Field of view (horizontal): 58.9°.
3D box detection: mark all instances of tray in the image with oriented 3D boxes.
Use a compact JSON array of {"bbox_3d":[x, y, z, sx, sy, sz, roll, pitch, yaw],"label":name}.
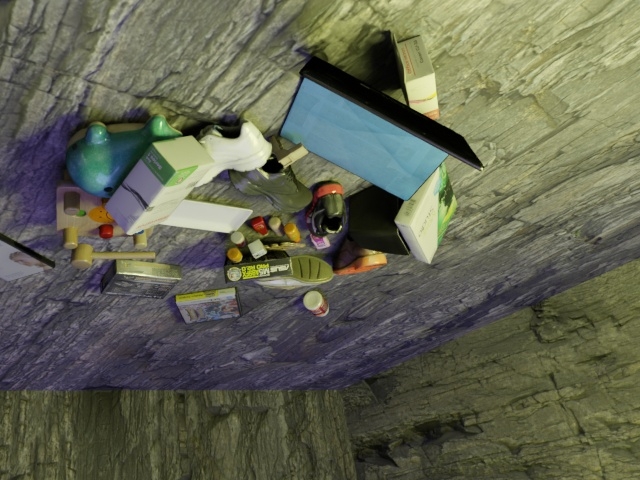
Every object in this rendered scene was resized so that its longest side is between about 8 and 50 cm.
[{"bbox_3d":[-0.353,-0.082,1.693,0.270,0.030,0.145,8,149,-33],"label":"tray"}]

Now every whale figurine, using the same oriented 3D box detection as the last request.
[{"bbox_3d":[-0.454,-0.192,1.314,0.272,0.141,0.216,-20,152,11],"label":"whale figurine"}]

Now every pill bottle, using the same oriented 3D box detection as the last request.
[{"bbox_3d":[-0.014,0.281,2.470,0.086,0.086,0.152,-16,153,11],"label":"pill bottle"}]

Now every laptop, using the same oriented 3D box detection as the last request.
[{"bbox_3d":[0.099,-0.203,1.240,0.382,0.408,0.236,26,112,-6],"label":"laptop"}]

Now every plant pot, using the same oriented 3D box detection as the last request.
[{"bbox_3d":[0.184,-0.062,1.780,0.167,0.188,0.187,-6,156,19],"label":"plant pot"}]

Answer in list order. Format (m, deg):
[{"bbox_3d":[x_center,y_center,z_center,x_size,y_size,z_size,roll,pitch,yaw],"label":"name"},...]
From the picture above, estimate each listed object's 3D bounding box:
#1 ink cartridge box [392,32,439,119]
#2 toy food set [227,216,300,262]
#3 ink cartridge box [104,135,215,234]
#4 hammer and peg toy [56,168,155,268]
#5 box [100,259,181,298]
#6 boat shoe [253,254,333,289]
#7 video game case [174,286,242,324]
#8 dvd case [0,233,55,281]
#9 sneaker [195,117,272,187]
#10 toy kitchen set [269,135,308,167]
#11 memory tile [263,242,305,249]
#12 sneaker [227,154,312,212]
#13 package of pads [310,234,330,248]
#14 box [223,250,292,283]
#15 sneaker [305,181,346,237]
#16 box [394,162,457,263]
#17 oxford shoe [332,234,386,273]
[{"bbox_3d":[0.212,-0.363,1.255,0.067,0.115,0.198,-16,154,9],"label":"ink cartridge box"},{"bbox_3d":[-0.185,0.000,1.814,0.232,0.111,0.104,-29,155,0],"label":"toy food set"},{"bbox_3d":[-0.372,-0.129,1.313,0.219,0.092,0.160,-43,177,25],"label":"ink cartridge box"},{"bbox_3d":[-0.579,-0.055,1.554,0.266,0.127,0.361,0,152,-24],"label":"hammer and peg toy"},{"bbox_3d":[-0.632,0.139,1.992,0.231,0.056,0.183,9,147,-34],"label":"box"},{"bbox_3d":[-0.105,0.124,2.114,0.302,0.113,0.103,3,153,-4],"label":"boat shoe"},{"bbox_3d":[-0.457,0.275,2.349,0.248,0.035,0.275,-8,153,-7],"label":"video game case"},{"bbox_3d":[-0.973,0.055,1.736,0.180,0.022,0.253,-15,153,10],"label":"dvd case"},{"bbox_3d":[-0.274,-0.222,1.397,0.297,0.111,0.129,-18,135,9],"label":"sneaker"},{"bbox_3d":[-0.076,-0.233,1.448,0.075,0.083,0.068,-31,149,12],"label":"toy kitchen set"},{"bbox_3d":[-0.127,0.021,1.933,0.113,0.012,0.148,-8,174,26],"label":"memory tile"},{"bbox_3d":[-0.111,-0.163,1.550,0.130,0.109,0.286,-36,147,29],"label":"sneaker"},{"bbox_3d":[0.000,0.000,1.984,0.050,0.032,0.083,-17,153,7],"label":"package of pads"},{"bbox_3d":[-0.211,0.085,1.898,0.216,0.060,0.270,-7,-175,-8],"label":"box"},{"bbox_3d":[0.016,-0.061,1.756,0.097,0.135,0.276,-6,154,-14],"label":"sneaker"},{"bbox_3d":[0.332,-0.088,1.739,0.058,0.232,0.322,22,168,26],"label":"box"},{"bbox_3d":[0.130,0.047,2.045,0.130,0.133,0.363,-7,173,-23],"label":"oxford shoe"}]
